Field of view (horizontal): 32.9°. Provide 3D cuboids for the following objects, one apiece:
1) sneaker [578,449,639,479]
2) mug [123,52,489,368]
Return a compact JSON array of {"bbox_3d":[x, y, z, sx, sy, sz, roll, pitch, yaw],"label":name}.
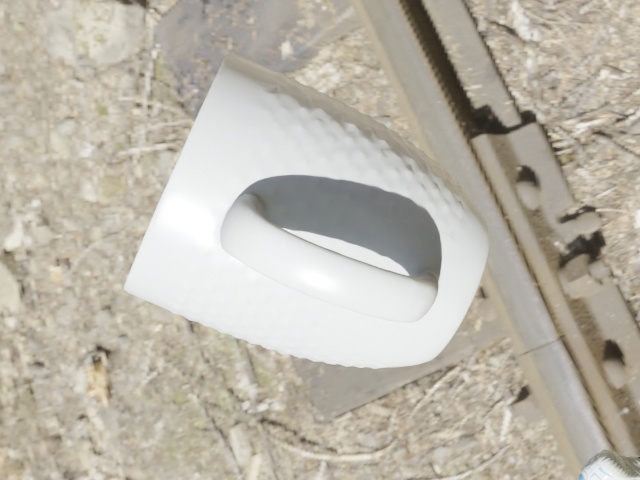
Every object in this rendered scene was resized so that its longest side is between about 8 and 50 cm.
[{"bbox_3d":[0.556,0.429,1.926,0.086,0.237,0.085,-48,35,34],"label":"sneaker"},{"bbox_3d":[0.000,0.000,1.108,0.328,0.374,0.276,24,98,-7],"label":"mug"}]
